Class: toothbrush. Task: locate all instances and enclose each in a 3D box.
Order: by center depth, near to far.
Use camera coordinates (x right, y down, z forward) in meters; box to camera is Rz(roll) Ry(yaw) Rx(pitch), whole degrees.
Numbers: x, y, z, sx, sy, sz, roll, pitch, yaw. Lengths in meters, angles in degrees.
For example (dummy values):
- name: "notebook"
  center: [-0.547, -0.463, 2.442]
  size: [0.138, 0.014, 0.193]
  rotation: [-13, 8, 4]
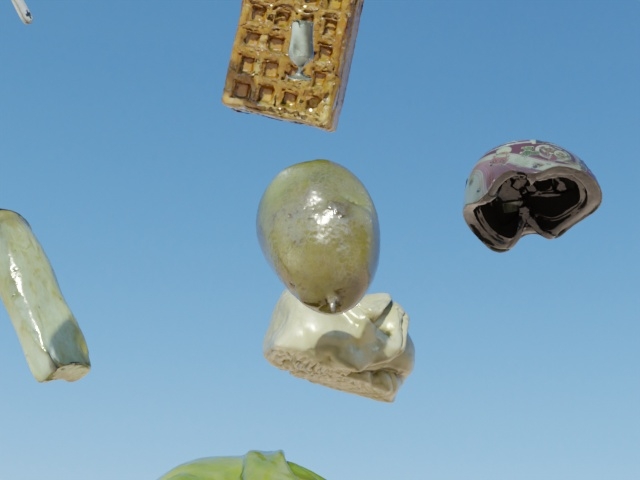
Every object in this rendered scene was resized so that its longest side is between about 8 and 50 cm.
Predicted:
- name: "toothbrush"
  center: [-0.542, -0.497, 1.756]
  size: [0.030, 0.030, 0.304]
  rotation: [-12, -70, 36]

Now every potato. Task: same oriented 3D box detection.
- name: "potato"
  center: [0.000, 0.000, 1.547]
  size: [0.159, 0.251, 0.174]
  rotation: [13, -46, -31]

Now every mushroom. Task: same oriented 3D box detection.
- name: "mushroom"
  center: [-0.435, 0.076, 1.623]
  size: [0.100, 0.312, 0.081]
  rotation: [2, -42, -47]

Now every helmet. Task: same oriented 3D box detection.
- name: "helmet"
  center: [0.268, -0.074, 1.408]
  size: [0.177, 0.107, 0.153]
  rotation: [-17, -39, 11]

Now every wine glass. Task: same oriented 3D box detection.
- name: "wine glass"
  center: [-0.026, -0.264, 1.491]
  size: [0.039, 0.083, 0.042]
  rotation: [13, 19, 33]

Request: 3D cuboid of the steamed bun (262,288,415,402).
- name: "steamed bun"
  center: [0.051, 0.167, 1.986]
  size: [0.289, 0.203, 0.276]
  rotation: [18, -17, -11]

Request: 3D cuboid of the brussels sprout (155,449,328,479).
- name: "brussels sprout"
  center: [-0.106, 0.475, 1.609]
  size: [0.425, 0.342, 0.361]
  rotation: [-7, 13, 14]

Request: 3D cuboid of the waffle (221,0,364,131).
- name: "waffle"
  center: [-0.045, -0.367, 1.937]
  size: [0.213, 0.308, 0.091]
  rotation: [13, 3, 9]
